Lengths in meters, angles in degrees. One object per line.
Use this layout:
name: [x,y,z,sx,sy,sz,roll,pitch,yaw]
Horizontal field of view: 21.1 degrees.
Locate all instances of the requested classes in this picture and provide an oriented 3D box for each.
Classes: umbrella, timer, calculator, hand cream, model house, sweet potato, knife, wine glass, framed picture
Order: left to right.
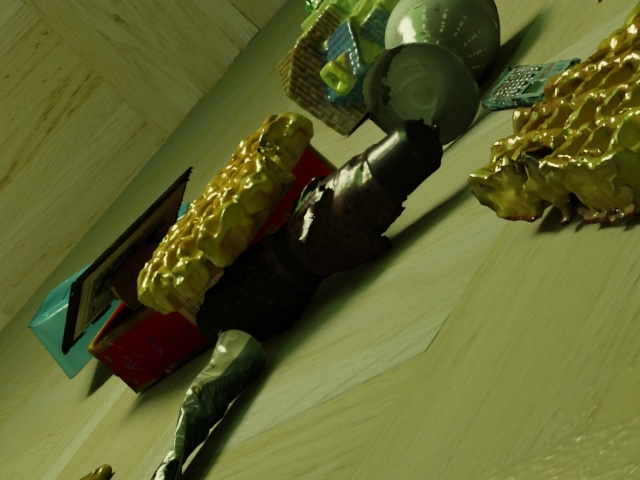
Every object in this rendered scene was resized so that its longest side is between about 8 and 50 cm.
knife: [-0.296,0.288,1.852,0.256,0.022,0.046,-34,19,47]
framed picture: [-0.214,0.023,1.909,0.199,0.010,0.195,-47,-8,-26]
timer: [-0.260,0.059,2.321,0.250,0.091,0.232,-37,9,7]
sweet potato: [-0.183,0.025,1.860,0.117,0.049,0.049,-49,10,10]
hand cream: [-0.107,0.170,1.532,0.075,0.052,0.248,112,-177,-46]
umbrella: [0.000,0.000,1.605,0.326,0.094,0.090,-41,36,33]
model house: [0.039,-0.258,2.204,0.189,0.195,0.214,-59,13,-24]
wine glass: [0.121,-0.196,1.792,0.126,0.126,0.241,-40,15,27]
calculator: [0.196,-0.147,1.610,0.057,0.018,0.172,-48,12,-6]

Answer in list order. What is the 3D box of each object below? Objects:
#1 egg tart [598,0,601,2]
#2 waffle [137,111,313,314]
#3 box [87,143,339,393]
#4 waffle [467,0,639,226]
egg tart: [0.318,-0.235,1.048,0.339,0.153,0.351,-35,16,10]
waffle: [-0.090,-0.030,1.687,0.249,0.056,0.253,-50,8,-6]
box: [-0.116,0.034,1.930,0.313,0.089,0.197,-33,20,48]
waffle: [0.213,-0.090,1.207,0.283,0.065,0.309,-37,10,30]
